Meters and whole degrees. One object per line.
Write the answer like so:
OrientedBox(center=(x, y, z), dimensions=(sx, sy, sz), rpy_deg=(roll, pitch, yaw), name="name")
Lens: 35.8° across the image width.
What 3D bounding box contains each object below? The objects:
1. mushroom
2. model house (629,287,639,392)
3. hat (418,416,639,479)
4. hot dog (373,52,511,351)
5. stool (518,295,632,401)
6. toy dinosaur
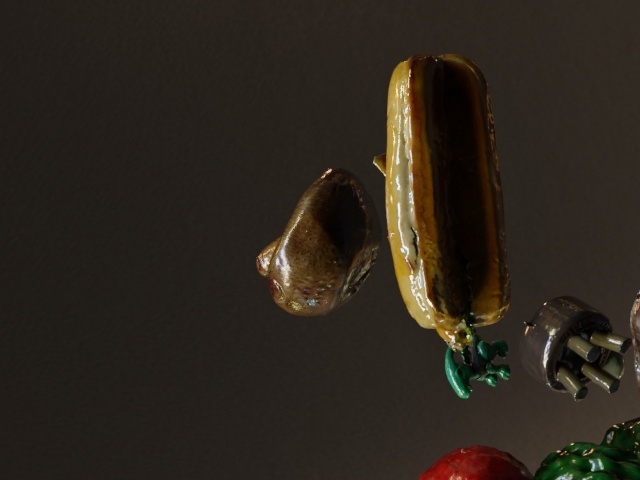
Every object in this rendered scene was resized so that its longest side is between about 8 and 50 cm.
OrientedBox(center=(0.012, 0.009, 1.317), dimensions=(0.138, 0.194, 0.231), rpy_deg=(39, -160, 0), name="mushroom")
OrientedBox(center=(0.306, 0.097, 0.650), dimensions=(0.141, 0.164, 0.203), rpy_deg=(-33, -58, -17), name="model house")
OrientedBox(center=(0.252, 0.280, 0.923), dimensions=(0.332, 0.242, 0.274), rpy_deg=(13, -77, 6), name="hat")
OrientedBox(center=(0.099, -0.033, 0.822), dimensions=(0.104, 0.076, 0.250), rpy_deg=(-2, -97, -26), name="hot dog")
OrientedBox(center=(0.358, 0.156, 1.352), dimensions=(0.217, 0.121, 0.125), rpy_deg=(29, -86, -43), name="stool")
OrientedBox(center=(0.223, 0.170, 1.457), dimensions=(0.096, 0.059, 0.132), rpy_deg=(9, -123, -27), name="toy dinosaur")
